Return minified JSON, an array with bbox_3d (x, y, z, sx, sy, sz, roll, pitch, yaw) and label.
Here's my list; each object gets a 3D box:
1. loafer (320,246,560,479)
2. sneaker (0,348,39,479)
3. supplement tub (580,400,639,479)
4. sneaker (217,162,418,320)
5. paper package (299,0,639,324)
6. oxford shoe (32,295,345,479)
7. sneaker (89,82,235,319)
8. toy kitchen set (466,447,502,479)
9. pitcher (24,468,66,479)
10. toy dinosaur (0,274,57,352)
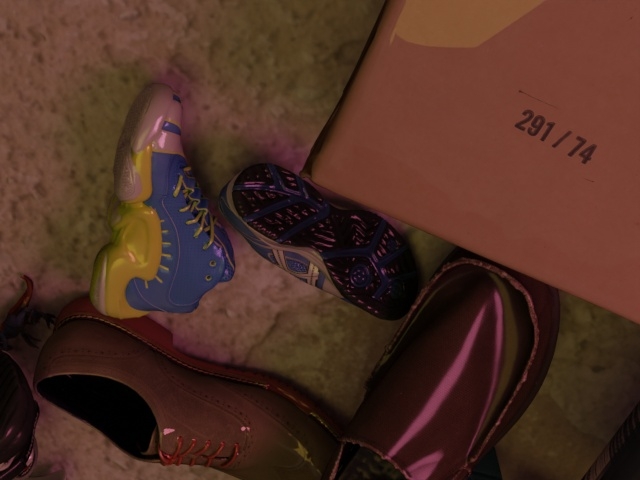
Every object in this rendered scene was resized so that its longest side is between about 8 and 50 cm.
[{"bbox_3d":[0.093,0.165,1.160,0.134,0.130,0.366,29,111,15],"label":"loafer"},{"bbox_3d":[-0.322,0.182,1.295,0.146,0.122,0.330,35,160,-25],"label":"sneaker"},{"bbox_3d":[0.320,0.210,1.068,0.191,0.191,0.272,28,113,-4],"label":"supplement tub"},{"bbox_3d":[0.000,0.000,1.181,0.211,0.080,0.081,37,162,-21],"label":"sneaker"},{"bbox_3d":[0.196,-0.131,0.985,0.325,0.168,0.309,24,124,0],"label":"paper package"},{"bbox_3d":[-0.120,0.189,1.282,0.348,0.130,0.123,26,123,-3],"label":"oxford shoe"},{"bbox_3d":[-0.128,-0.029,1.191,0.126,0.091,0.240,10,125,-14],"label":"sneaker"},{"bbox_3d":[0.239,0.223,1.247,0.207,0.122,0.166,17,126,-21],"label":"toy kitchen set"},{"bbox_3d":[-0.326,0.355,1.457,0.177,0.125,0.207,1,113,37],"label":"pitcher"},{"bbox_3d":[-0.307,0.086,1.333,0.082,0.047,0.090,-13,84,31],"label":"toy dinosaur"}]
